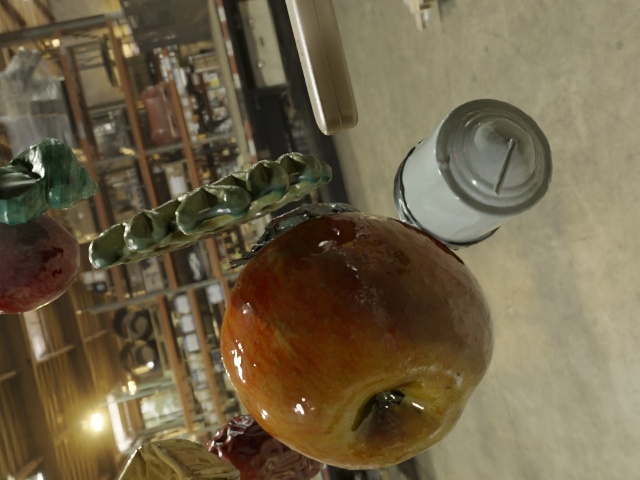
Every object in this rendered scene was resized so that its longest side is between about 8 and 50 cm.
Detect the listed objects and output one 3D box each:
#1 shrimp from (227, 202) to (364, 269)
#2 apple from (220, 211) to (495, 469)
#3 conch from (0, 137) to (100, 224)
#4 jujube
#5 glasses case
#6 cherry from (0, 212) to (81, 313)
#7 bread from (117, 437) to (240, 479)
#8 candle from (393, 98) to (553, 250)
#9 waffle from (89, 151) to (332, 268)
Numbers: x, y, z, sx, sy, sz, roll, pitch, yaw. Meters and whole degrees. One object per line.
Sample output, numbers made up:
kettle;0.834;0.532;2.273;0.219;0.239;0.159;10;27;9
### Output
shrimp;0.001;-0.001;1.098;0.137;0.172;0.372;52;-152;2
apple;0.043;0.109;0.791;0.301;0.302;0.301;166;90;-83
conch;-0.526;-0.104;1.334;0.196;0.203;0.134;-116;13;-47
jujube;-0.102;0.409;1.374;0.174;0.251;0.174;3;95;43
glasses case;0.001;-0.226;0.861;0.083;0.050;0.196;-124;19;-73
cherry;-0.631;0.038;1.478;0.206;0.240;0.239;110;148;-58
bread;-0.247;0.438;1.054;0.153;0.288;0.119;24;174;33
candle;0.268;-0.116;1.241;0.342;0.222;0.221;134;123;-70
waffle;-0.125;-0.036;0.865;0.309;0.292;0.056;-74;-38;-89
